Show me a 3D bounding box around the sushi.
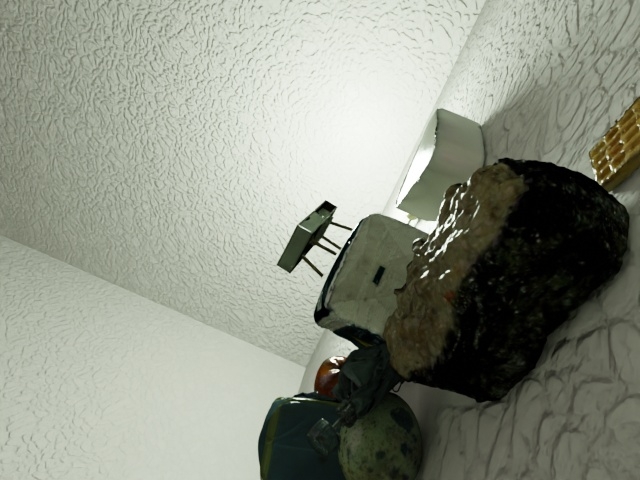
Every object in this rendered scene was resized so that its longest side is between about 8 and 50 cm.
[{"bbox_3d":[0.212,0.054,0.546,0.211,0.171,0.350,-69,0,-51],"label":"sushi"}]

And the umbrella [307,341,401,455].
[{"bbox_3d":[0.101,0.210,0.703,0.349,0.094,0.143,-35,-37,-34],"label":"umbrella"}]

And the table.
[{"bbox_3d":[0.000,0.000,1.057,0.121,0.111,0.240,-60,-5,26],"label":"table"}]

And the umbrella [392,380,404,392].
[{"bbox_3d":[0.197,0.289,0.943,0.122,0.022,0.013,-55,-30,-20],"label":"umbrella"}]

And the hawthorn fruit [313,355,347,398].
[{"bbox_3d":[0.059,0.430,1.208,0.173,0.173,0.173,23,-90,-90],"label":"hawthorn fruit"}]

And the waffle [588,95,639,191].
[{"bbox_3d":[0.369,-0.127,0.483,0.135,0.021,0.092,113,-179,-48],"label":"waffle"}]

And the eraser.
[{"bbox_3d":[0.361,-0.244,1.217,0.331,0.150,0.331,21,-90,-90],"label":"eraser"}]

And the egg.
[{"bbox_3d":[0.103,0.342,0.713,0.182,0.141,0.141,-61,-5,-50],"label":"egg"}]

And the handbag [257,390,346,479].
[{"bbox_3d":[-0.004,0.448,0.907,0.241,0.263,0.222,107,169,-69],"label":"handbag"}]

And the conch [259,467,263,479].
[{"bbox_3d":[-0.057,0.666,1.248,0.249,0.197,0.368,-29,15,21],"label":"conch"}]

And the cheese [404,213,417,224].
[{"bbox_3d":[0.354,-0.106,1.597,0.127,0.054,0.251,-67,-1,-59],"label":"cheese"}]

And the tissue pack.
[{"bbox_3d":[0.135,0.135,1.068,0.416,0.253,0.264,114,-179,-74],"label":"tissue pack"}]
